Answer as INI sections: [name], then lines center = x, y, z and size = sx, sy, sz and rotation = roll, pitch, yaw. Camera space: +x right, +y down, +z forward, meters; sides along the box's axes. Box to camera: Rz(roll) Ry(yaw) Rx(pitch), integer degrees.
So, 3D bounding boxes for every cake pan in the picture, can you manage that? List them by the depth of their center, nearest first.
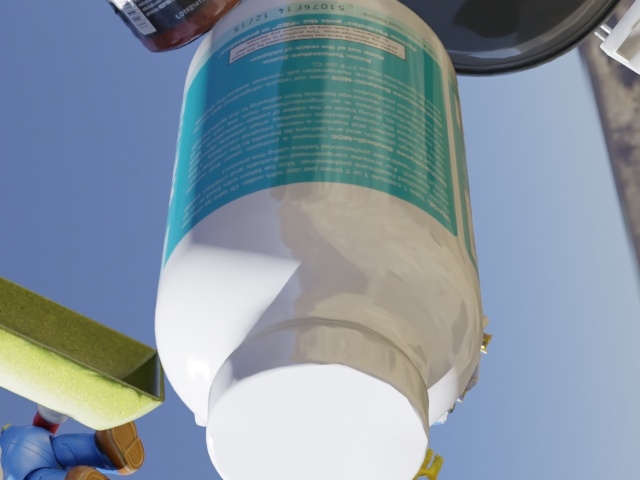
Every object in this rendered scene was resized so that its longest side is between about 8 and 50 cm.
[cake pan]
center = 0.131, -0.283, 1.378
size = 0.054, 0.293, 0.293
rotation = -32, -72, -76

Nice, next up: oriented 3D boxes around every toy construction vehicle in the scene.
[toy construction vehicle]
center = 0.144, 0.127, 1.624
size = 0.086, 0.035, 0.098
rotation = -47, -16, -50

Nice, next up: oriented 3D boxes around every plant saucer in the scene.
[plant saucer]
center = -0.207, 0.077, 1.192
size = 0.045, 0.188, 0.188
rotation = -63, 8, 3

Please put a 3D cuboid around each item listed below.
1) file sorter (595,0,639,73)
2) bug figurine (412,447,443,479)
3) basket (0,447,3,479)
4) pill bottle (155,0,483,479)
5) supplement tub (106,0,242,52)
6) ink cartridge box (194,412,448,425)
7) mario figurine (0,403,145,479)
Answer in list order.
[file sorter]
center = 0.448, -0.360, 2.080
size = 0.193, 0.277, 0.173
rotation = 20, -156, -48
[bug figurine]
center = 0.045, 0.303, 1.306
size = 0.072, 0.216, 0.279
rotation = 15, -88, -33
[basket]
center = -0.395, 0.333, 1.378
size = 0.328, 0.266, 0.331
rotation = 145, 116, -69
[pill bottle]
center = 0.000, 0.001, 0.771
size = 0.264, 0.146, 0.146
rotation = -89, -19, -52
[supplement tub]
center = -0.137, -0.234, 1.146
size = 0.198, 0.106, 0.106
rotation = 52, -157, -23
[ink cartridge box]
center = 0.000, 0.000, 1.861
size = 0.166, 0.286, 0.394
rotation = 91, 179, -57
[mario figurine]
center = -0.378, 0.250, 1.914
size = 0.198, 0.321, 0.170
rotation = -19, -79, -59
